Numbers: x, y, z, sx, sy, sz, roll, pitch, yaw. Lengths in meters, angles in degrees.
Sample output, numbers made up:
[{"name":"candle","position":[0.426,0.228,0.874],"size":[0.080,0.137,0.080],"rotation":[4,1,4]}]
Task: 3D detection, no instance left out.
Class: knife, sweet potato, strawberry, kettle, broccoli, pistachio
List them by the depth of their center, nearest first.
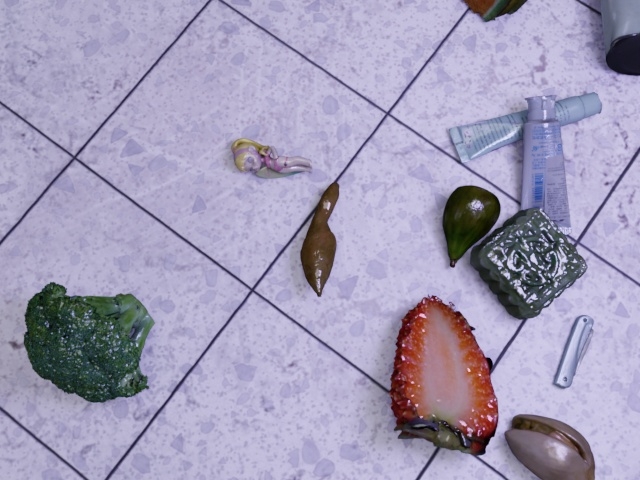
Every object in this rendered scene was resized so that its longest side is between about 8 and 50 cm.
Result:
[{"name":"pistachio","position":[0.449,0.411,1.381],"size":[0.185,0.124,0.124],"rotation":[31,78,23]},{"name":"broccoli","position":[-0.449,0.189,1.388],"size":[0.241,0.261,0.269],"rotation":[-36,38,-31]},{"name":"strawberry","position":[0.237,0.274,1.418],"size":[0.233,0.138,0.306],"rotation":[19,51,-14]},{"name":"knife","position":[0.527,0.230,1.465],"size":[0.044,0.023,0.162],"rotation":[24,77,2]},{"name":"sweet potato","position":[-0.001,-0.002,1.496],"size":[0.074,0.075,0.269],"rotation":[8,66,2]},{"name":"kettle","position":[0.777,-0.565,1.570],"size":[0.361,0.250,0.377],"rotation":[7,78,-28]}]

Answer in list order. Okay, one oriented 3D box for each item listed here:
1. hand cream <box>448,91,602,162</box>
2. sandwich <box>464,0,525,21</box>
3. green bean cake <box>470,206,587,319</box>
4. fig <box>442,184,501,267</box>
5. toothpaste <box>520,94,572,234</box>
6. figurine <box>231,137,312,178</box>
[{"name":"hand cream","position":[0.454,-0.258,1.561],"size":[0.331,0.058,0.085],"rotation":[-17,79,-4]},{"name":"sandwich","position":[0.396,-0.586,1.578],"size":[0.109,0.185,0.160],"rotation":[-43,83,-17]},{"name":"green bean cake","position":[0.426,0.045,1.460],"size":[0.183,0.094,0.185],"rotation":[-38,88,-8]},{"name":"fig","position":[0.301,-0.032,1.495],"size":[0.117,0.117,0.177],"rotation":[28,100,6]},{"name":"toothpaste","position":[0.475,-0.156,1.513],"size":[0.114,0.073,0.299],"rotation":[-4,98,-1]},{"name":"figurine","position":[-0.107,-0.177,1.540],"size":[0.187,0.083,0.083],"rotation":[7,77,8]}]
